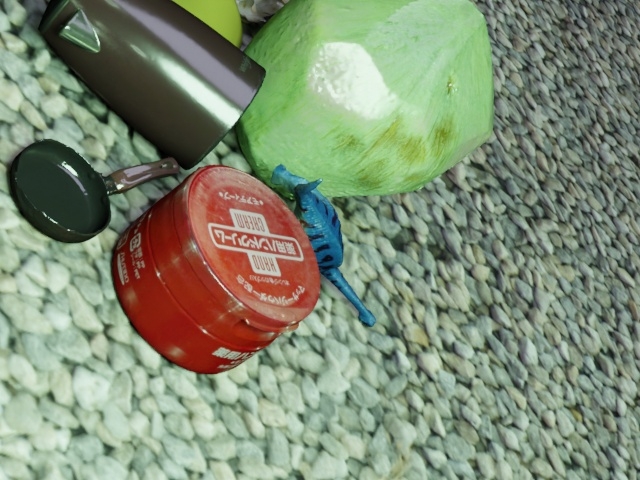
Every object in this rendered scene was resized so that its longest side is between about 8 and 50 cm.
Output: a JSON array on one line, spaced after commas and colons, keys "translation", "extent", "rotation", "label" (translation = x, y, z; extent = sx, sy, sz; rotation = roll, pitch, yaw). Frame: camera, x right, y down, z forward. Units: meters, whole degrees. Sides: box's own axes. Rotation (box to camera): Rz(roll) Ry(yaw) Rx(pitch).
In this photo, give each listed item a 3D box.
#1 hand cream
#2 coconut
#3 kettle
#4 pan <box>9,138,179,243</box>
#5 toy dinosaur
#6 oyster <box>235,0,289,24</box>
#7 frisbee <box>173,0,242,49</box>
[{"translation": [-0.106, 0.031, 1.530], "extent": [0.193, 0.125, 0.193], "rotation": [32, 39, -30], "label": "hand cream"}, {"translation": [0.062, -0.190, 1.768], "extent": [0.328, 0.328, 0.281], "rotation": [23, 46, -40], "label": "coconut"}, {"translation": [-0.187, -0.216, 1.643], "extent": [0.232, 0.144, 0.202], "rotation": [40, 32, -16], "label": "kettle"}, {"translation": [-0.229, -0.057, 1.528], "extent": [0.212, 0.040, 0.115], "rotation": [-16, 73, -49], "label": "pan"}, {"translation": [-0.021, -0.008, 1.680], "extent": [0.144, 0.076, 0.329], "rotation": [32, -21, 28], "label": "toy dinosaur"}, {"translation": [-0.033, -0.327, 2.012], "extent": [0.345, 0.078, 0.129], "rotation": [2, 58, -43], "label": "oyster"}, {"translation": [-0.190, -0.297, 1.798], "extent": [0.236, 0.017, 0.236], "rotation": [24, 45, -27], "label": "frisbee"}]
